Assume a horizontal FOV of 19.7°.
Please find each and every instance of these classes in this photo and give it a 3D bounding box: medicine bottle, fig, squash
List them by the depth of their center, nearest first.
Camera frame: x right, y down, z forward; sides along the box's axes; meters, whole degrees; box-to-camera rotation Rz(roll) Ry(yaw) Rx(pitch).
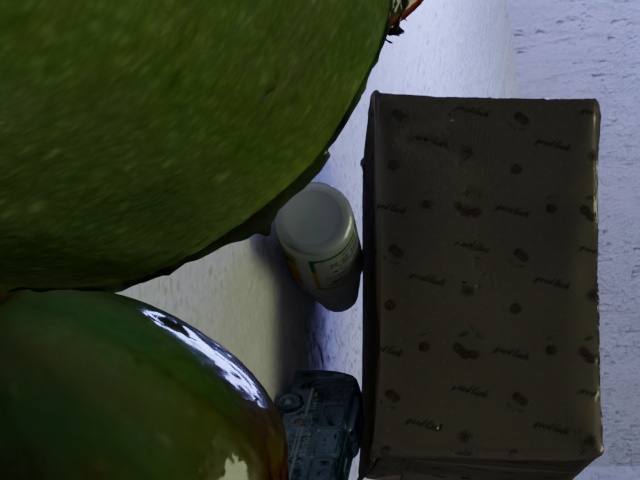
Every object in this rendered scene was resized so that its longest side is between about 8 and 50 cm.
[{"bbox_3d":[-0.133,-0.121,0.501,0.384,0.263,0.263,22,66,-76],"label":"squash"},{"bbox_3d":[-0.102,0.111,0.799,0.191,0.181,0.181,60,18,-8],"label":"fig"},{"bbox_3d":[0.000,0.000,1.484,0.220,0.061,0.092,72,3,-72],"label":"medicine bottle"}]

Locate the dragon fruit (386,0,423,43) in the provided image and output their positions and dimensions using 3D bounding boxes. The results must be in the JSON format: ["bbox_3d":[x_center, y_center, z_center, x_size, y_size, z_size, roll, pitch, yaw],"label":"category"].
[{"bbox_3d":[-0.038,-0.207,0.973,0.295,0.268,0.130,-70,173,-47],"label":"dragon fruit"}]

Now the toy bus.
[{"bbox_3d":[-0.006,0.165,1.401,0.166,0.065,0.047,-75,158,-52],"label":"toy bus"}]

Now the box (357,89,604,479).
[{"bbox_3d":[0.127,0.046,1.525,0.225,0.190,0.297,91,-1,-77],"label":"box"}]
